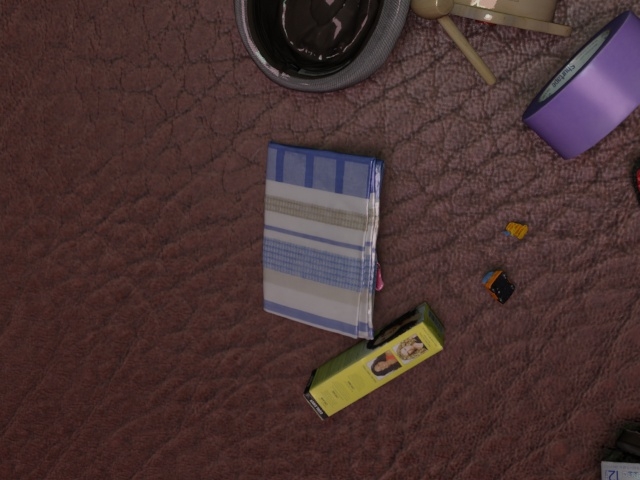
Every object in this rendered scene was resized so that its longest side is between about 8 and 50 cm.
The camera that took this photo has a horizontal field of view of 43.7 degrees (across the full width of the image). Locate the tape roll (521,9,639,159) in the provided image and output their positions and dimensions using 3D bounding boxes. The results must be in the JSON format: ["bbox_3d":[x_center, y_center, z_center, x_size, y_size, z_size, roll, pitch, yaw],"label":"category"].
[{"bbox_3d":[0.357,-0.200,1.037,0.080,0.189,0.189,43,109,-3],"label":"tape roll"}]

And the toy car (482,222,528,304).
[{"bbox_3d":[0.282,0.033,1.210,0.040,0.060,0.122,29,94,48],"label":"toy car"}]

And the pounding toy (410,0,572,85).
[{"bbox_3d":[0.202,-0.290,1.032,0.270,0.154,0.154,-1,112,-33],"label":"pounding toy"}]

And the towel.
[{"bbox_3d":[0.000,0.000,1.222,0.209,0.034,0.285,12,108,32],"label":"towel"}]

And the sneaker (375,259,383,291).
[{"bbox_3d":[0.072,0.026,1.224,0.047,0.057,0.119,-21,109,-22],"label":"sneaker"}]

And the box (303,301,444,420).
[{"bbox_3d":[0.084,0.190,1.260,0.232,0.087,0.058,-35,98,17],"label":"box"}]

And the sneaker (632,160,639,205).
[{"bbox_3d":[0.549,-0.038,1.107,0.262,0.104,0.125,43,92,-7],"label":"sneaker"}]

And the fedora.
[{"bbox_3d":[0.009,-0.342,1.100,0.244,0.124,0.275,22,117,7],"label":"fedora"}]

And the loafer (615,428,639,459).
[{"bbox_3d":[0.561,0.299,1.207,0.220,0.080,0.078,1,73,12],"label":"loafer"}]

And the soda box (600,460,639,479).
[{"bbox_3d":[0.564,0.381,1.169,0.286,0.091,0.098,-4,72,24],"label":"soda box"}]
